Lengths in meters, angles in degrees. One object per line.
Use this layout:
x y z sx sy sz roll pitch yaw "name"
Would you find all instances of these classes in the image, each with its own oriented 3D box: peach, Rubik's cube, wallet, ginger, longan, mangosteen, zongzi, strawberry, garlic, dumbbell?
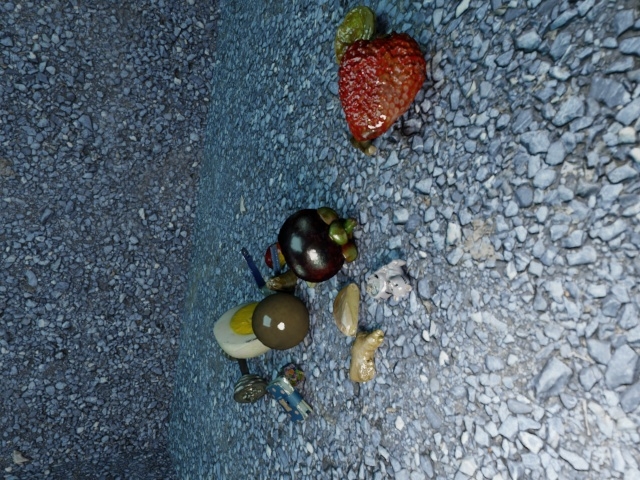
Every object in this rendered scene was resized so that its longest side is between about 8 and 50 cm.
-0.214 0.070 2.107 0.172 0.092 0.127 -40 49 50 "peach"
-0.128 0.586 1.885 0.093 0.111 0.111 -50 38 2 "Rubik's cube"
-0.135 0.669 1.820 0.202 0.059 0.141 51 134 3 "wallet"
0.151 0.386 1.501 0.137 0.074 0.214 31 115 50 "ginger"
-0.173 0.344 1.855 0.258 0.257 0.259 -14 73 56 "longan"
-0.012 0.007 1.655 0.300 0.300 0.301 -14 73 56 "mangosteen"
-0.195 0.228 1.975 0.084 0.187 0.184 40 122 27 "zongzi"
0.185 -0.490 1.393 0.311 0.267 0.352 -11 58 52 "strawberry"
0.093 0.261 1.583 0.101 0.086 0.196 -39 39 54 "garlic"
-0.394 0.651 2.213 0.179 0.179 0.406 -62 38 30 "dumbbell"
0.154 -0.458 1.638 0.166 0.080 0.334 146 118 -68 "ginger"

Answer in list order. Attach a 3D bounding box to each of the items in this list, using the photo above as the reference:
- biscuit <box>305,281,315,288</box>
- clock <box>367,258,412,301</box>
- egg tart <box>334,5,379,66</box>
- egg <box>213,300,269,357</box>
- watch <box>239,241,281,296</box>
-0.055 0.105 1.901 0.121 0.040 0.199 -61 40 28 "biscuit"
0.225 0.150 1.417 0.176 0.079 0.117 -43 51 44 "clock"
0.146 -0.779 1.672 0.241 0.105 0.241 -7 82 55 "egg tart"
-0.341 0.461 2.092 0.337 0.336 0.201 27 137 56 "egg"
-0.242 0.144 2.057 0.276 0.068 0.275 -7 111 48 "watch"
